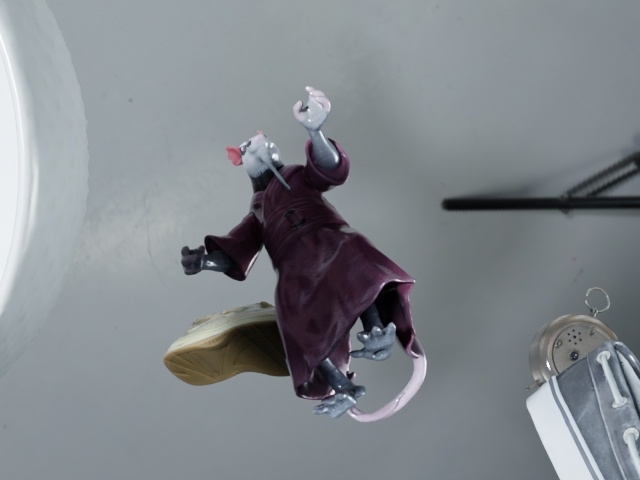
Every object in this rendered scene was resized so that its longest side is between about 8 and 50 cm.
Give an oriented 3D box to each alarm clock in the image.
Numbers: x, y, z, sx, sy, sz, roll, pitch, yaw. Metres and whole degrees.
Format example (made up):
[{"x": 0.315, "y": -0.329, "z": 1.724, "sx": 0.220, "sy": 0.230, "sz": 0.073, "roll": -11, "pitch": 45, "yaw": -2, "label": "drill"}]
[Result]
[{"x": 0.384, "y": 0.155, "z": 1.415, "sx": 0.129, "sy": 0.064, "sz": 0.192, "roll": 24, "pitch": 72, "yaw": 0, "label": "alarm clock"}]

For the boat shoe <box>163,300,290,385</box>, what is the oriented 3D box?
[{"x": -0.092, "y": 0.129, "z": 1.352, "sx": 0.302, "sy": 0.098, "sz": 0.109, "roll": -17, "pitch": 123, "yaw": 37, "label": "boat shoe"}]

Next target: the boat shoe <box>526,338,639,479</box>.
[{"x": 0.240, "y": 0.177, "z": 0.643, "sx": 0.108, "sy": 0.301, "sz": 0.102, "roll": 37, "pitch": 108, "yaw": -25, "label": "boat shoe"}]

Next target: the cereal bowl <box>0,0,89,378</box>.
[{"x": -0.275, "y": -0.047, "z": 0.545, "sx": 0.339, "sy": 0.141, "sz": 0.338, "roll": 2, "pitch": 97, "yaw": 17, "label": "cereal bowl"}]

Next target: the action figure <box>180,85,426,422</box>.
[{"x": 0.000, "y": 0.000, "z": 1.142, "sx": 0.248, "sy": 0.370, "sz": 0.276, "roll": -38, "pitch": 144, "yaw": 17, "label": "action figure"}]
